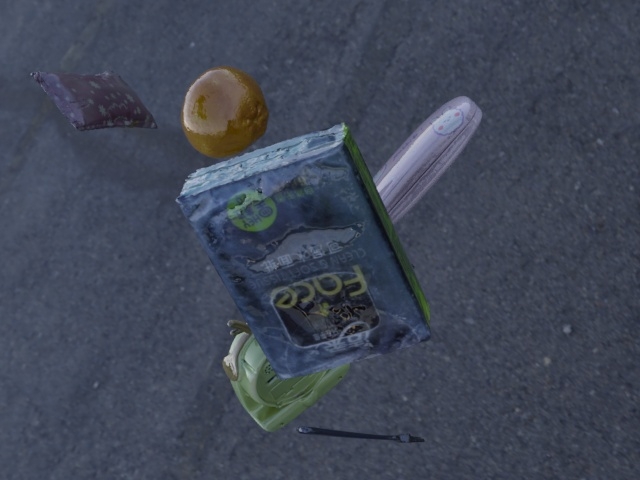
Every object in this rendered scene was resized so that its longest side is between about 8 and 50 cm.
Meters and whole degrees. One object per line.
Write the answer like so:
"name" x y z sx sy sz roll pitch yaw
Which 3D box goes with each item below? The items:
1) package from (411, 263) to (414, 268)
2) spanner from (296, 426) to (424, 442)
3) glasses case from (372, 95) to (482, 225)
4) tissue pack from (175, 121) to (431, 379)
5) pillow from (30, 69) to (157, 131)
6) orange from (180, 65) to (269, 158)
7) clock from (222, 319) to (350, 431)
"package" 0.000 0.000 1.306 0.071 0.270 0.194 -67 7 -23
"spanner" 0.056 0.258 1.172 0.046 0.209 0.012 -16 66 53
"glasses case" 0.159 -0.123 1.504 0.297 0.075 0.113 -48 17 9
"tissue pack" -0.011 0.017 0.850 0.174 0.235 0.073 -16 31 16
"pillow" -0.319 -0.205 1.277 0.043 0.185 0.118 -43 80 24
"orange" -0.157 -0.214 1.498 0.136 0.159 0.158 17 76 31
"clock" -0.078 0.228 1.767 0.235 0.308 0.096 -36 47 -13
